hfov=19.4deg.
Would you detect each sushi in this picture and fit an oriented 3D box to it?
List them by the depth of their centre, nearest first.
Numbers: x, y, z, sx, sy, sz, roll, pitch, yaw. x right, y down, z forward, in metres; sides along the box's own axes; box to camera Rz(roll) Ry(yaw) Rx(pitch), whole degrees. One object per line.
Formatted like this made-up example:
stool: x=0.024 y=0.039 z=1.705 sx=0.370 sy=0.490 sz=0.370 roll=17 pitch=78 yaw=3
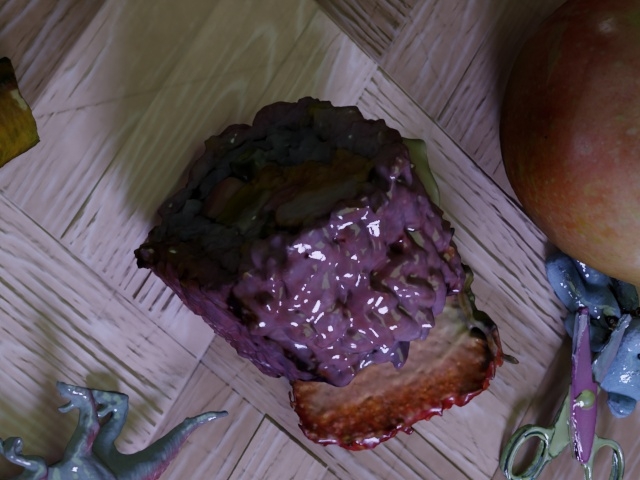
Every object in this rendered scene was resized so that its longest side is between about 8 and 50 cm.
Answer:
sushi: x=0.000 y=0.000 z=1.518 sx=0.236 sy=0.270 sz=0.171 roll=-45 pitch=117 yaw=-15

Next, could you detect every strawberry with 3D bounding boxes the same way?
strawberry: x=0.057 y=0.095 z=1.679 sx=0.208 sy=0.087 sz=0.167 roll=-23 pitch=80 yaw=-9

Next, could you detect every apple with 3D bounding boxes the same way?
apple: x=0.317 y=-0.104 z=1.756 sx=0.319 sy=0.277 sz=0.319 roll=8 pitch=74 yaw=-29

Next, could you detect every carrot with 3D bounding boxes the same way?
carrot: x=-0.285 y=-0.069 z=1.430 sx=0.173 sy=0.082 sz=0.082 roll=-38 pitch=109 yaw=-27

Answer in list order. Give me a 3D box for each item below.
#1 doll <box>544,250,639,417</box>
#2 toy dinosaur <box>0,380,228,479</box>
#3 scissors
doll: x=0.294 y=0.079 z=1.841 sx=0.120 sy=0.075 sz=0.179 roll=-40 pitch=109 yaw=-29
toy dinosaur: x=-0.179 y=0.193 z=1.508 sx=0.242 sy=0.053 sz=0.167 roll=-3 pitch=90 yaw=-36
scissors: x=0.250 y=0.155 z=1.801 sx=0.134 sy=0.020 sz=0.187 roll=11 pitch=98 yaw=-22
